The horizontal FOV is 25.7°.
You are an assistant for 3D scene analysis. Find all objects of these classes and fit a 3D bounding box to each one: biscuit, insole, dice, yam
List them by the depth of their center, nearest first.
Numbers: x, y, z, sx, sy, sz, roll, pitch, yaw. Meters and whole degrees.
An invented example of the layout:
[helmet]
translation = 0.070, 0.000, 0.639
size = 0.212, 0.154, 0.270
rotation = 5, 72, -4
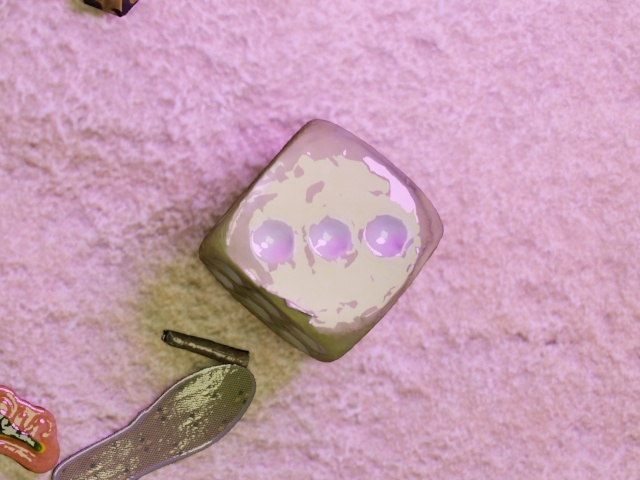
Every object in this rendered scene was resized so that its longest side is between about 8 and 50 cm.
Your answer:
[biscuit]
translation = -0.507, 0.236, 1.868
size = 0.334, 0.047, 0.202
rotation = 44, 77, -14
[dice]
translation = 0.000, 0.000, 1.922
size = 0.252, 0.254, 0.249
rotation = 40, 78, -2
[insole]
translation = -0.230, 0.275, 1.975
size = 0.322, 0.007, 0.109
rotation = -29, 104, -14
[yam]
translation = -0.164, 0.157, 2.001
size = 0.130, 0.027, 0.033
rotation = 17, 83, -18

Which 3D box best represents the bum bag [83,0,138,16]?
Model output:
[bum bag]
translation = -0.290, -0.423, 1.937
size = 0.107, 0.060, 0.232
rotation = -10, 91, -11
